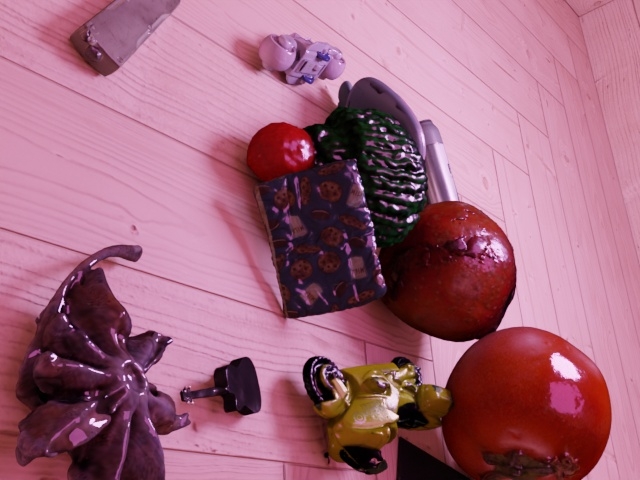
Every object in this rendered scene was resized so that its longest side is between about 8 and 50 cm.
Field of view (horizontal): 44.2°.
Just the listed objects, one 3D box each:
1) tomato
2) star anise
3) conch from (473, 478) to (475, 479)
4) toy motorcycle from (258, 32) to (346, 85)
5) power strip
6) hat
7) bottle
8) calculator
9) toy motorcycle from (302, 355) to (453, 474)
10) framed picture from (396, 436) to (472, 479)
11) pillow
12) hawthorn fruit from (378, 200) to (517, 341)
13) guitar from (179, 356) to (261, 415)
[{"bbox_3d":[0.393,0.316,1.506,0.321,0.321,0.321,29,50,-42],"label":"tomato"},{"bbox_3d":[-0.271,0.180,0.974,0.359,0.139,0.316,-37,111,-70],"label":"star anise"},{"bbox_3d":[0.391,0.450,1.691,0.240,0.186,0.313,11,74,-33],"label":"conch"},{"bbox_3d":[-0.042,-0.380,1.607,0.254,0.112,0.112,-6,78,-55],"label":"toy motorcycle"},{"bbox_3d":[-0.303,-0.360,1.269,0.080,0.048,0.286,53,37,-25],"label":"power strip"},{"bbox_3d":[0.012,-0.123,1.461,0.332,0.242,0.274,5,42,-28],"label":"hat"},{"bbox_3d":[0.280,-0.169,1.934,0.096,0.079,0.254,94,-19,-81],"label":"bottle"},{"bbox_3d":[0.115,-0.232,1.630,0.041,0.185,0.299,-14,45,-32],"label":"calculator"},{"bbox_3d":[0.105,0.300,1.387,0.342,0.142,0.206,9,66,-50],"label":"toy motorcycle"},{"bbox_3d":[0.243,0.558,1.549,0.324,0.013,0.244,39,44,-36],"label":"framed picture"},{"bbox_3d":[0.002,0.001,1.356,0.034,0.189,0.255,-139,-145,-81],"label":"pillow"},{"bbox_3d":[0.265,0.067,1.607,0.316,0.316,0.316,29,50,-42],"label":"hawthorn fruit"},{"bbox_3d":[-0.143,0.215,1.136,0.233,0.025,0.088,21,55,-71],"label":"guitar"}]
